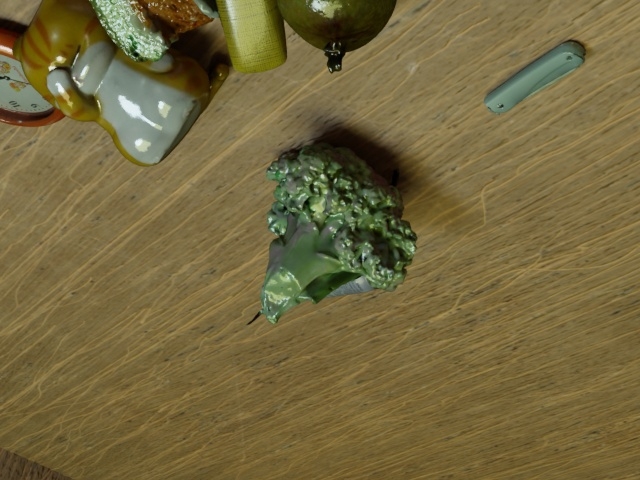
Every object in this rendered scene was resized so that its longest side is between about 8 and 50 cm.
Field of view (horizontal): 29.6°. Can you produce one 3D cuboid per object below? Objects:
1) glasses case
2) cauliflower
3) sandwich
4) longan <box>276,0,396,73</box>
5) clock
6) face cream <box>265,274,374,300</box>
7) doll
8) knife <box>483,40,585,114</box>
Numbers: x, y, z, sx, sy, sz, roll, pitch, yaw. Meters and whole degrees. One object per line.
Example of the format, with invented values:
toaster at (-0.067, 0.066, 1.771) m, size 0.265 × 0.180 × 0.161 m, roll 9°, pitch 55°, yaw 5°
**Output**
glasses case at (-0.091, -0.312, 1.433) m, size 0.079 × 0.064 × 0.234 m, roll -13°, pitch 119°, yaw 0°
cauliflower at (0.000, 0.000, 1.735) m, size 0.256 × 0.315 × 0.239 m, roll 39°, pitch 155°, yaw -1°
sandwich at (-0.199, -0.321, 1.475) m, size 0.160 × 0.109 × 0.185 m, roll -17°, pitch 127°, yaw 28°
longan at (0.019, -0.280, 1.400) m, size 0.145 × 0.176 × 0.155 m, roll -10°, pitch 165°, yaw 43°
clock at (-0.453, -0.237, 1.750) m, size 0.205 × 0.051 × 0.205 m, roll 10°, pitch 148°, yaw 6°
face cream at (0.022, 0.057, 1.993) m, size 0.229 × 0.075 × 0.075 m, roll -9°, pitch 141°, yaw 31°
doll at (-0.271, -0.218, 1.602) m, size 0.270 × 0.162 × 0.166 m, roll 31°, pitch 110°, yaw -16°
knife at (0.276, -0.206, 1.549) m, size 0.044 × 0.023 × 0.162 m, roll 26°, pitch 145°, yaw -25°
